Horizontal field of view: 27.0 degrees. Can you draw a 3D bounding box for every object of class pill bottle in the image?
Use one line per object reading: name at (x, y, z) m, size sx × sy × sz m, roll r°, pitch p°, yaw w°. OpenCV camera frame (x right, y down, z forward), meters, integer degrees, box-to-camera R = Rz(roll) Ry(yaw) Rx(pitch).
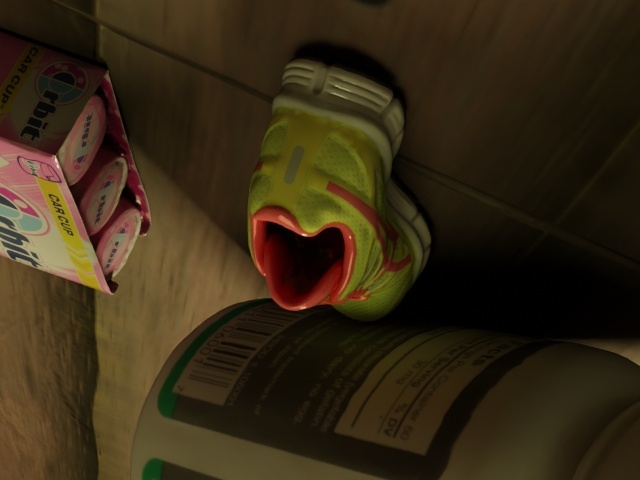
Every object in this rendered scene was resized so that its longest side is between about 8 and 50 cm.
pill bottle at (0.076, 0.149, 0.735) m, size 0.361 × 0.204 × 0.204 m, roll 7°, pitch 151°, yaw 46°

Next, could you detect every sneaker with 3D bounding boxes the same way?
sneaker at (0.000, 0.000, 0.668) m, size 0.081 × 0.094 × 0.208 m, roll 14°, pitch 156°, yaw 19°

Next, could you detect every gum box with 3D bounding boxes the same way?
gum box at (-0.170, -0.042, 0.780) m, size 0.107 × 0.062 × 0.188 m, roll 20°, pitch 156°, yaw 11°
